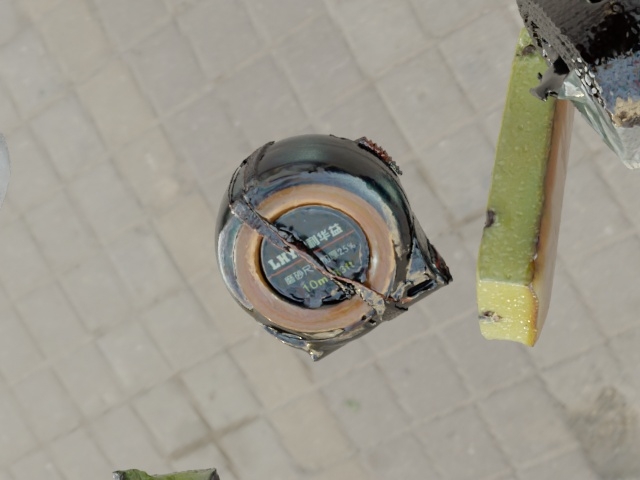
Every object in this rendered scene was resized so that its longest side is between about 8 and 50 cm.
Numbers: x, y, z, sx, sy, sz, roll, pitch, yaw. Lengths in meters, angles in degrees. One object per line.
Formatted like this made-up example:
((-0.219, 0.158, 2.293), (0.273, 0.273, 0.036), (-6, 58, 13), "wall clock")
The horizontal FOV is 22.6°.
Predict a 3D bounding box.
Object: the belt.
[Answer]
((0.265, -0.172, 1.457), (0.164, 0.289, 0.184), (-31, 111, 5), "belt")

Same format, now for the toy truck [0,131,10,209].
((-0.240, 0.042, 0.797), (0.124, 0.114, 0.253), (16, 84, 23), "toy truck")

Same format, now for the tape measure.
((0.000, 0.000, 1.607), (0.202, 0.135, 0.223), (-31, 111, 14), "tape measure")

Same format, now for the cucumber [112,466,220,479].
((-0.088, 0.302, 1.066), (0.072, 0.081, 0.303), (146, 119, -64), "cucumber")

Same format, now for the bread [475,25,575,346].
((0.235, -0.072, 1.800), (0.077, 0.361, 0.138), (5, 150, 13), "bread")
